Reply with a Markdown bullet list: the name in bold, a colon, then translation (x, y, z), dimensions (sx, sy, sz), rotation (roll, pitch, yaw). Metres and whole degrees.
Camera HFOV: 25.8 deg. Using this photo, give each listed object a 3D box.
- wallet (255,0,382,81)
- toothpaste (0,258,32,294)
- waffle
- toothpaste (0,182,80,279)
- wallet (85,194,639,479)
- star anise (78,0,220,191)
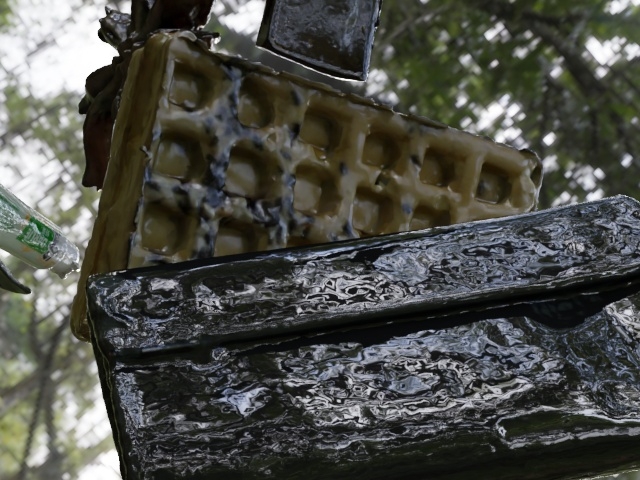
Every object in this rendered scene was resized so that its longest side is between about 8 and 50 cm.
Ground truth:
- **wallet**: translation (0.012, -0.279, 1.398), dimensions (0.122, 0.232, 0.031), rotation (18, -12, -27)
- **toothpaste**: translation (-0.352, -0.016, 1.204), dimensions (0.268, 0.047, 0.069), rotation (22, -51, 35)
- **waffle**: translation (0.000, 0.000, 1.140), dimensions (0.376, 0.261, 0.114), rotation (18, -11, -26)
- **toothpaste**: translation (-0.326, -0.026, 1.413), dimensions (0.058, 0.056, 0.314), rotation (62, 5, 21)
- **wallet**: translation (0.062, 0.077, 0.914), dimensions (0.062, 0.406, 0.228), rotation (97, -21, -45)
- **star anise**: translation (-0.168, -0.171, 1.397), dimensions (0.088, 0.288, 0.288), rotation (20, -23, -30)
